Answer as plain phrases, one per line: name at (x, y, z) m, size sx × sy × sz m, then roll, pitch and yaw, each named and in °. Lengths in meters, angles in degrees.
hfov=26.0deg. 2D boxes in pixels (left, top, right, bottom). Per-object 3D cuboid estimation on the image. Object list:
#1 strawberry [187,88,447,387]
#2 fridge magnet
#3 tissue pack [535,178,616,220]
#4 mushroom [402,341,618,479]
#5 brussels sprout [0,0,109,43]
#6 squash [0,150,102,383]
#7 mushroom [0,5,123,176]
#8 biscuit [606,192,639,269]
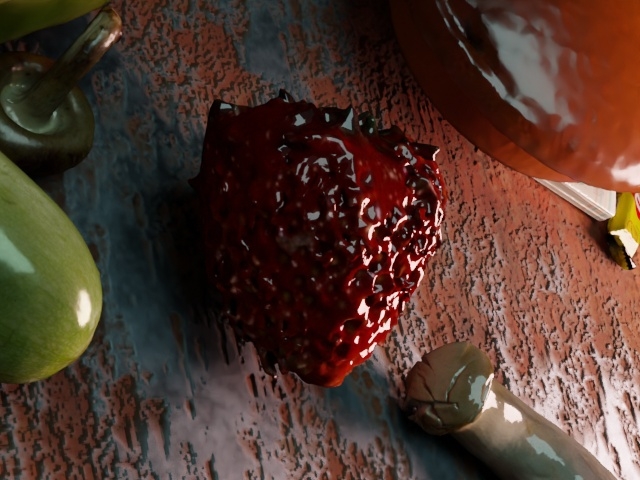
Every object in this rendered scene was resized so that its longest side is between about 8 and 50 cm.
strawberry at (0.000, 0.000, 0.954) m, size 0.184 × 0.187 × 0.201 m, roll 1°, pitch 83°, yaw -5°
fridge magnet at (0.203, -0.194, 1.222) m, size 0.364 × 0.155 × 0.363 m, roll 21°, pitch 49°, yaw -27°
tissue pack at (0.232, -0.065, 1.292) m, size 0.108 × 0.023 × 0.056 m, roll 31°, pitch 50°, yaw -26°
mushroom at (0.157, 0.166, 1.072) m, size 0.223 × 0.081 × 0.092 m, roll 46°, pitch 26°, yaw -10°
brussels sprout at (-0.210, -0.251, 0.844) m, size 0.294 × 0.227 × 0.259 m, roll -19°, pitch 70°, yaw -35°
squash at (-0.275, -0.056, 0.780) m, size 0.370 × 0.118 × 0.118 m, roll 43°, pitch 47°, yaw -12°
mushroom at (-0.175, -0.097, 0.908) m, size 0.088 × 0.073 × 0.129 m, roll 44°, pitch 79°, yaw -2°
biscuit at (0.324, -0.086, 1.385) m, size 0.048 × 0.026 × 0.292 m, roll 56°, pitch 41°, yaw -32°
